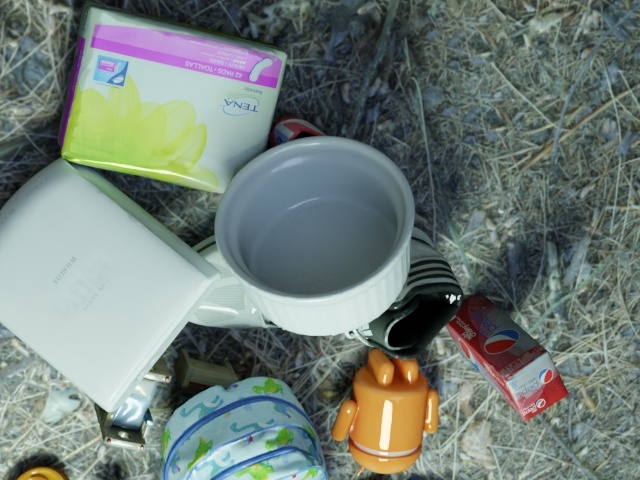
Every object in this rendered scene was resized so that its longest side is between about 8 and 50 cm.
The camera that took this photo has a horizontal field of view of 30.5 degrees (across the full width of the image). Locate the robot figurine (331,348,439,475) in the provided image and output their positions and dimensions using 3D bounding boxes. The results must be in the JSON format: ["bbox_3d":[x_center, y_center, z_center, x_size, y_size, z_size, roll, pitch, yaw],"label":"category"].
[{"bbox_3d":[0.108,0.289,1.929,0.158,0.128,0.219,-21,120,-54],"label":"robot figurine"}]

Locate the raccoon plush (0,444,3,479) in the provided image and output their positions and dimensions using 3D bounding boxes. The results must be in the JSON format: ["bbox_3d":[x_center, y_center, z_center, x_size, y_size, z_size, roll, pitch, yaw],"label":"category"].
[{"bbox_3d":[-0.564,0.462,1.663,0.216,0.299,0.446,12,100,-28],"label":"raccoon plush"}]

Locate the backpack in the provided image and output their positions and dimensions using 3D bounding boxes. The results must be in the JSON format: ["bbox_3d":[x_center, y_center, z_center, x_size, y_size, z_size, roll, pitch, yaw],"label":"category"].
[{"bbox_3d":[-0.108,0.366,1.780,0.290,0.273,0.355,-12,121,-12],"label":"backpack"}]

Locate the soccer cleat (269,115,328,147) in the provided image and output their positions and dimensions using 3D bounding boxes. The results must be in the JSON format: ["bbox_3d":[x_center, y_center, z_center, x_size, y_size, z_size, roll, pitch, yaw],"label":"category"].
[{"bbox_3d":[0.029,-0.108,1.785,0.248,0.095,0.083,32,96,-24],"label":"soccer cleat"}]

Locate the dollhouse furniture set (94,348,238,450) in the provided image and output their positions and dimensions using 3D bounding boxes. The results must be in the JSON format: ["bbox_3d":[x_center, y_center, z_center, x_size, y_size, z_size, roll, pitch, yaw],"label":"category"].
[{"bbox_3d":[-0.233,0.246,1.804,0.184,0.129,0.129,16,103,-22],"label":"dollhouse furniture set"}]

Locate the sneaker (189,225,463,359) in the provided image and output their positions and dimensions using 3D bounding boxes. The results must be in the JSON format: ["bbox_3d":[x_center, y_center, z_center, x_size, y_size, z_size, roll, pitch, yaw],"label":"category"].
[{"bbox_3d":[0.003,0.074,1.749,0.448,0.257,0.169,-6,110,-15],"label":"sneaker"}]

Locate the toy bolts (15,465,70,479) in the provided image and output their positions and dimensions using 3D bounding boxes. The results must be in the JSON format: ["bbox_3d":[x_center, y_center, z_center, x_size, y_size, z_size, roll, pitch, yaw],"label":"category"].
[{"bbox_3d":[-0.382,0.470,1.860,0.229,0.158,0.218,-6,70,-5],"label":"toy bolts"}]

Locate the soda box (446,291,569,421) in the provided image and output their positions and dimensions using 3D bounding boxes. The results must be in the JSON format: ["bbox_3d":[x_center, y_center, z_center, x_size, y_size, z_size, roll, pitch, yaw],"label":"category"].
[{"bbox_3d":[0.289,0.180,1.872,0.083,0.263,0.092,-31,114,-4],"label":"soda box"}]

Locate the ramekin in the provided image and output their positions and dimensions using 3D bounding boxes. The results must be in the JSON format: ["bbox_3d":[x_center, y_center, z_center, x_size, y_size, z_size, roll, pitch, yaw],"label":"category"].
[{"bbox_3d":[0.000,0.000,1.655,0.277,0.277,0.135,-26,146,-8],"label":"ramekin"}]

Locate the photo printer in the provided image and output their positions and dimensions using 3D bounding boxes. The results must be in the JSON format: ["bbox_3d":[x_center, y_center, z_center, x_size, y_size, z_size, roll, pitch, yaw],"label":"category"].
[{"bbox_3d":[-0.333,0.051,1.661,0.307,0.107,0.256,39,92,6],"label":"photo printer"}]

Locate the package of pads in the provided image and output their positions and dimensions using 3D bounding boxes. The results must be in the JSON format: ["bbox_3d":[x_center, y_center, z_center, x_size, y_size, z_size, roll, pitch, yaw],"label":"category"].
[{"bbox_3d":[-0.212,-0.195,1.676,0.297,0.101,0.229,10,105,-20],"label":"package of pads"}]
